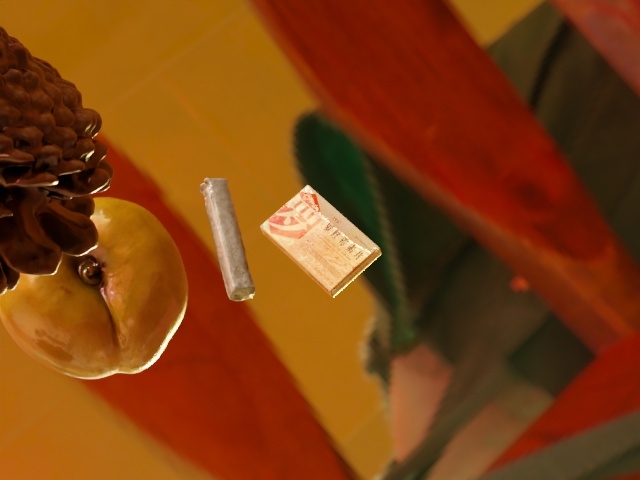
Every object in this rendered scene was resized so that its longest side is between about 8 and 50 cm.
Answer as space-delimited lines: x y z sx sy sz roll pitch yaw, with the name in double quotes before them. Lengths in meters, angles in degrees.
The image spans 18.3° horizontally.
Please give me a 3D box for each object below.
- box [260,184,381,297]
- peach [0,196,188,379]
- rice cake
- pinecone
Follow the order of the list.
"box" 0.000 0.000 1.691 0.093 0.058 0.015 42 164 26
"peach" -0.210 0.046 1.830 0.179 0.179 0.103 44 160 10
"rice cake" -0.078 -0.003 1.679 0.021 0.022 0.121 122 141 -48
"pinecone" -0.273 -0.019 1.342 0.246 0.246 0.292 40 124 16
